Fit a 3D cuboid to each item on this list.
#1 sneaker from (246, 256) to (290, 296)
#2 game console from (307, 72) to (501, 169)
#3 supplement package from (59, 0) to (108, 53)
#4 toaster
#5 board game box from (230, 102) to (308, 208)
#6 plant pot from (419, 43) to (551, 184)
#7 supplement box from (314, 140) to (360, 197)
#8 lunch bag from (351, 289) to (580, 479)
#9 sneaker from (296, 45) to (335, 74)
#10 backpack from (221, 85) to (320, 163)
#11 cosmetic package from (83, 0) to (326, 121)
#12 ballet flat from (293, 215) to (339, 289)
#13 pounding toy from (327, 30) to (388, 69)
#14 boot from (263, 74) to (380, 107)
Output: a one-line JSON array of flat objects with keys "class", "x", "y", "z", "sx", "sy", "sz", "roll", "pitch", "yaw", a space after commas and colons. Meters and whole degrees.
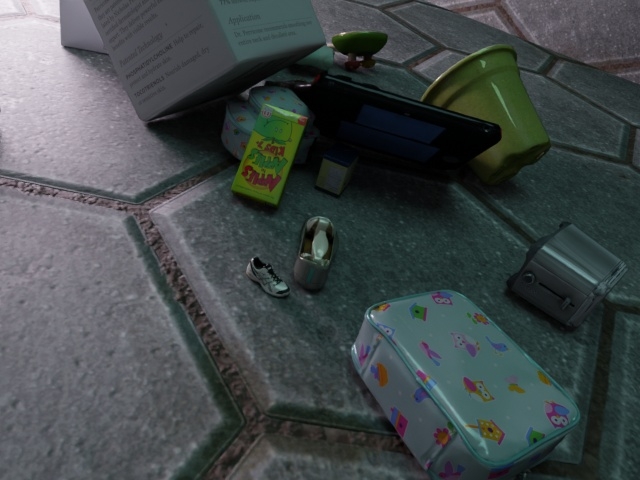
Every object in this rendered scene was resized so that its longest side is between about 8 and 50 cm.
[{"class": "sneaker", "x": -0.082, "y": 0.057, "z": 0.889, "sx": 0.083, "sy": 0.037, "sz": 0.032, "roll": 31, "pitch": 36, "yaw": 16}, {"class": "game console", "x": 0.159, "y": -0.245, "z": 1.226, "sx": 0.386, "sy": 0.060, "sz": 0.342, "roll": 15, "pitch": 0, "yaw": -3}, {"class": "supplement package", "x": -0.517, "y": -0.597, "z": 1.439, "sx": 0.262, "sy": 0.204, "sz": 0.145, "roll": 7, "pitch": 39, "yaw": -15}, {"class": "toaster", "x": 0.467, "y": 0.061, "z": 1.047, "sx": 0.146, "sy": 0.129, "sz": 0.227, "roll": 41, "pitch": 39, "yaw": 24}, {"class": "board game box", "x": -0.096, "y": -0.161, "z": 1.072, "sx": 0.092, "sy": 0.181, "sz": 0.043, "roll": 19, "pitch": -9, "yaw": 1}, {"class": "plant pot", "x": 0.419, "y": -0.286, "z": 1.376, "sx": 0.276, "sy": 0.276, "sz": 0.254, "roll": -13, "pitch": 69, "yaw": -36}, {"class": "supplement box", "x": 0.036, "y": -0.150, "z": 1.177, "sx": 0.056, "sy": 0.083, "sz": 0.083, "roll": 24, "pitch": 36, "yaw": 9}, {"class": "lunch bag", "x": 0.193, "y": 0.195, "z": 0.761, "sx": 0.224, "sy": 0.108, "sz": 0.279, "roll": -7, "pitch": 43, "yaw": -35}, {"class": "sneaker", "x": -0.040, "y": -0.594, "z": 1.748, "sx": 0.151, "sy": 0.094, "sz": 0.256, "roll": 10, "pitch": 33, "yaw": -23}, {"class": "backpack", "x": -0.112, "y": -0.242, "z": 1.193, "sx": 0.188, "sy": 0.144, "sz": 0.166, "roll": -15, "pitch": 52, "yaw": -29}, {"class": "cosmetic package", "x": -0.259, "y": -0.519, "z": 1.191, "sx": 0.329, "sy": 0.327, "sz": 0.394, "roll": -35, "pitch": 105, "yaw": -49}, {"class": "ballet flat", "x": 0.000, "y": 0.000, "z": 0.974, "sx": 0.072, "sy": 0.068, "sz": 0.213, "roll": 15, "pitch": 35, "yaw": -4}, {"class": "pounding toy", "x": 0.124, "y": -0.616, "z": 1.856, "sx": 0.183, "sy": 0.110, "sz": 0.237, "roll": -3, "pitch": 9, "yaw": -10}, {"class": "boot", "x": 0.018, "y": -0.357, "z": 1.408, "sx": 0.229, "sy": 0.091, "sz": 0.263, "roll": 12, "pitch": -2, "yaw": 44}]
